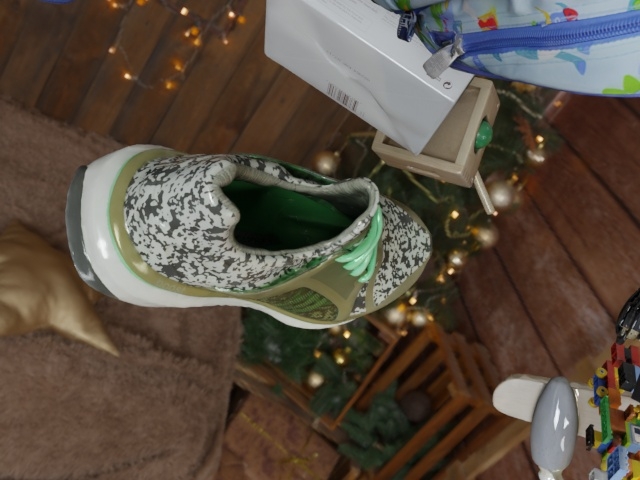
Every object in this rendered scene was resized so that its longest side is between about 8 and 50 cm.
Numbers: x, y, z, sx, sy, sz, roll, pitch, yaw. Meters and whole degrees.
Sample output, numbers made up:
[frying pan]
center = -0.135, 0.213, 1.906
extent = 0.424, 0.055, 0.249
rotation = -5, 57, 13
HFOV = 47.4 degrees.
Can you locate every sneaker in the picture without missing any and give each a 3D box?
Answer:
[sneaker]
center = 0.000, 0.000, 0.648
extent = 0.410, 0.182, 0.158
rotation = 4, 81, -47

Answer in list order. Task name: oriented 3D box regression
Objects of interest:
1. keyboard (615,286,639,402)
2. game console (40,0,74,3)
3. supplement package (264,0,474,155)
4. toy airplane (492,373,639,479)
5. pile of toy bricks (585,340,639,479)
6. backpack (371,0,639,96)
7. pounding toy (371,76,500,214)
[keyboard]
center = 0.352, 0.006, 0.668
extent = 0.201, 0.317, 0.033
rotation = 8, 12, -39
[game console]
center = -0.343, -0.381, 0.713
extent = 0.173, 0.293, 0.250
rotation = -35, 98, -34
[supplement package]
center = 0.082, -0.233, 0.701
extent = 0.194, 0.203, 0.149
rotation = 35, -13, 2
[toy airplane]
center = 0.484, 0.283, 0.985
extent = 0.384, 0.386, 0.272
rotation = 44, 47, -9
[pile of toy bricks]
center = 0.390, 0.228, 0.874
extent = 0.105, 0.118, 0.212
rotation = 17, 44, 3
[backpack]
center = 0.147, -0.213, 0.399
extent = 0.355, 0.290, 0.274
rotation = -122, -168, -86
[pounding toy]
center = 0.150, -0.118, 0.855
extent = 0.141, 0.130, 0.100
rotation = 19, -2, 22
